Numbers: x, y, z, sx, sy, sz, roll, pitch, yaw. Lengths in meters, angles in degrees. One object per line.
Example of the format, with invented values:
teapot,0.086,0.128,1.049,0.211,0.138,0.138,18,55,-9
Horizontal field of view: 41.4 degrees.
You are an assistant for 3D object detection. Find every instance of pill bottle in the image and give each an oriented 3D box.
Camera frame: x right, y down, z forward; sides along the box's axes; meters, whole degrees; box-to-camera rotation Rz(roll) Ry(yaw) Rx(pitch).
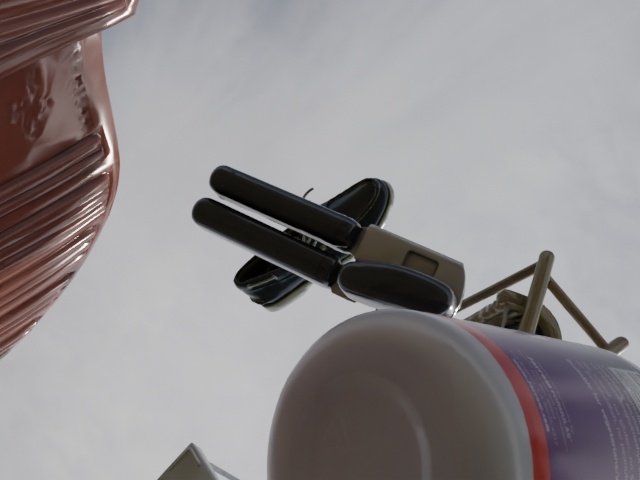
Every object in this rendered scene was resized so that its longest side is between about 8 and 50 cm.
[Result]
pill bottle,0.131,0.153,0.577,0.181,0.323,0.181,-13,-110,42

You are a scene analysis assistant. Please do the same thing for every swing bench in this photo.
swing bench,0.192,0.181,1.029,0.165,0.254,0.253,48,-37,-2

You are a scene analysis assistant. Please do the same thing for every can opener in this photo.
can opener,0.000,0.000,0.778,0.283,0.095,0.076,24,-99,21

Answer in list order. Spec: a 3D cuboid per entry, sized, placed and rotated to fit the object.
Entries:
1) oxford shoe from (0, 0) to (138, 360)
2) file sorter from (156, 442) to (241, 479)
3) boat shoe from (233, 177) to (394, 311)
oxford shoe,-0.191,-0.066,0.422,0.146,0.140,0.397,37,-51,12
file sorter,-0.169,0.446,1.065,0.278,0.173,0.193,-47,-144,-2
boat shoe,-0.012,-0.004,1.158,0.254,0.079,0.095,-37,-141,20
